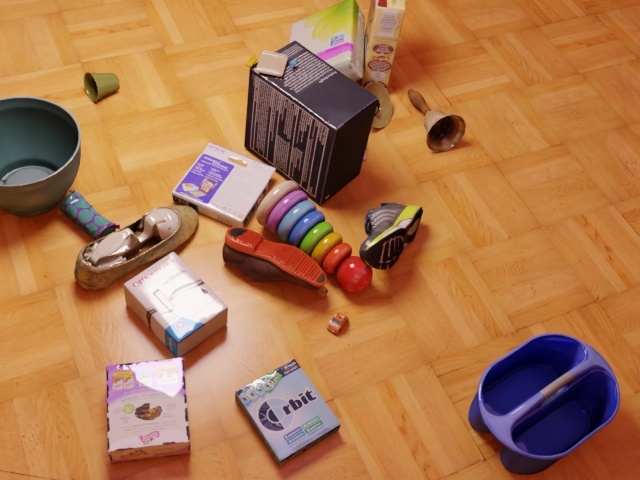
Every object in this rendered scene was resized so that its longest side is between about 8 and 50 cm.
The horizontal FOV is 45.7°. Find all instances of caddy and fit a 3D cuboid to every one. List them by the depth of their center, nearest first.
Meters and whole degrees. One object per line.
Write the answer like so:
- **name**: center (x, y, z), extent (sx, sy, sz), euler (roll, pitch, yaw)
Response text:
- **caddy**: center (0.487, 0.349, 1.658), extent (0.341, 0.179, 0.241), euler (-27, 62, -25)

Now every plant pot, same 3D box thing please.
- **plant pot**: center (-0.728, -0.183, 1.864), extent (0.293, 0.196, 0.293), euler (4, 54, -6)
- **plant pot**: center (-0.617, -0.444, 2.157), extent (0.079, 0.083, 0.083), euler (-23, 59, -38)

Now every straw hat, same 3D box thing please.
- **straw hat**: center (0.143, -0.392, 2.229), extent (0.061, 0.144, 0.144), euler (-5, 38, 44)

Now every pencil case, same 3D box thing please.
- **pencil case**: center (-0.572, -0.058, 1.876), extent (0.152, 0.064, 0.070), euler (38, 50, 18)

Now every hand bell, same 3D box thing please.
- **hand bell**: center (0.314, -0.379, 2.239), extent (0.126, 0.126, 0.242), euler (-13, 45, -17)

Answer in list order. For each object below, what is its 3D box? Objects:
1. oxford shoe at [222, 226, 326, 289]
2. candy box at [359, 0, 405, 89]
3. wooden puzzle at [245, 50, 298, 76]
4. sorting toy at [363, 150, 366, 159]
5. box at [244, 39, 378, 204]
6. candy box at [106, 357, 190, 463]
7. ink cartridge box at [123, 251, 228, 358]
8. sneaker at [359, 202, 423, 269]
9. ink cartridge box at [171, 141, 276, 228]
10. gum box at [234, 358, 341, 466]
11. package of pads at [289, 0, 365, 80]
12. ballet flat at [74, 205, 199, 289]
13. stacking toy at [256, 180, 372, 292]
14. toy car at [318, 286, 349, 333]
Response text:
- **oxford shoe**: center (-0.113, 0.062, 1.840), extent (0.271, 0.098, 0.097), euler (26, 31, 12)
- **candy box**: center (0.180, -0.609, 2.238), extent (0.087, 0.316, 0.183), euler (7, 53, -4)
- **wooden puzzle**: center (-0.121, -0.439, 1.888), extent (0.116, 0.014, 0.078), euler (17, 57, 4)
- **sorting toy**: center (0.099, -0.259, 2.146), extent (0.083, 0.045, 0.075), euler (-7, 74, -13)
- **box**: center (-0.031, -0.306, 1.998), extent (0.294, 0.296, 0.183), euler (40, 57, 19)
- **candy box**: center (-0.362, 0.355, 1.596), extent (0.165, 0.070, 0.196), euler (-4, 54, -11)
- **ink cartridge box**: center (-0.333, 0.146, 1.746), extent (0.148, 0.086, 0.203), euler (-36, 67, -29)
- **sneaker**: center (0.155, -0.017, 1.908), extent (0.121, 0.111, 0.300), euler (17, 26, 21)
- **ink cartridge box**: center (-0.251, -0.146, 2.001), extent (0.206, 0.045, 0.208), euler (23, 55, 9)
- **gum box**: center (-0.072, 0.370, 1.645), extent (0.157, 0.041, 0.184), euler (-26, 62, -25)
- **package of pads**: center (0.012, -0.566, 2.261), extent (0.229, 0.101, 0.296), euler (-16, 48, 25)
- **ballet flat**: center (-0.435, -0.005, 1.826), extent (0.348, 0.123, 0.123), euler (-34, 65, -29)
- **stacking toy**: center (0.000, 0.000, 1.885), extent (0.330, 0.141, 0.141), euler (41, 58, 15)
- **toy car**: center (0.019, 0.162, 1.814), extent (0.060, 0.040, 0.122), euler (-30, 63, -26)
